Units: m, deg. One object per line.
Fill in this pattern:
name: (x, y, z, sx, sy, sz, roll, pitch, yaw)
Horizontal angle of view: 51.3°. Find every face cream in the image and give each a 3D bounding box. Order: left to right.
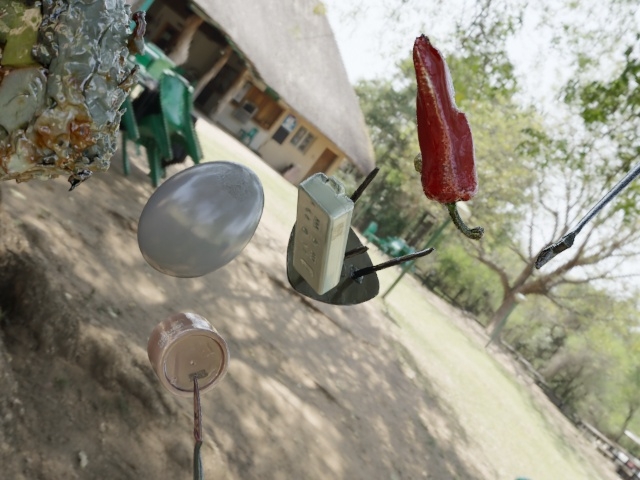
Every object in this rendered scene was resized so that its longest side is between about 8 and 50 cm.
face cream: (-0.271, 0.233, 1.366, 0.149, 0.149, 0.104, 36, -4, -29)

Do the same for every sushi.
sushi: (-0.435, -0.274, 0.987, 0.417, 0.417, 0.176, 39, 8, 24)

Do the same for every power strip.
power strip: (0.000, 0.000, 1.259, 0.098, 0.058, 0.338, 45, -25, 22)

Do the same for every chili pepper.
chili pepper: (0.225, -0.184, 1.220, 0.110, 0.110, 0.387, -103, -177, -84)

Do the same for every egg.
egg: (-0.167, -0.031, 0.944, 0.146, 0.199, 0.146, 54, 0, 0)

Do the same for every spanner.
spanner: (0.324, -0.039, 0.774, 0.012, 0.208, 0.046, 46, -2, 2)

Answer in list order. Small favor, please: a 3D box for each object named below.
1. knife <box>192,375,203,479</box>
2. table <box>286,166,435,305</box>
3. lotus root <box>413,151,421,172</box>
knife: (-0.234, 0.381, 1.269, 0.018, 0.247, 0.035, -4, 6, -27)
table: (0.117, 0.007, 1.700, 0.317, 0.249, 0.317, 21, 54, -32)
lotus root: (0.234, -0.172, 1.388, 0.054, 0.099, 0.049, 55, -25, -3)
